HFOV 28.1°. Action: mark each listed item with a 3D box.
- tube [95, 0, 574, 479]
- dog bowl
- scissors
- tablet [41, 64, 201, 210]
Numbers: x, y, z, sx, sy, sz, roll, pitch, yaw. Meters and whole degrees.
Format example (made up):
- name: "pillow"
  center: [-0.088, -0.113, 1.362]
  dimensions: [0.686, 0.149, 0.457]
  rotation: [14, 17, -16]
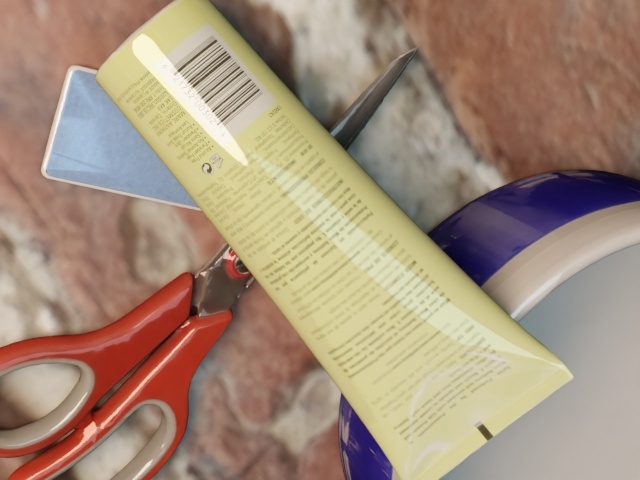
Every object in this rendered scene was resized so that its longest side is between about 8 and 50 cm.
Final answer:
- name: "tube"
  center: [0.000, 0.000, 0.567]
  dimensions: [0.240, 0.070, 0.062]
  rotation: [49, 52, -4]
- name: "dog bowl"
  center: [0.147, 0.098, 0.691]
  dimensions: [0.265, 0.104, 0.264]
  rotation: [-8, 111, -22]
- name: "scissors"
  center: [-0.047, 0.029, 0.630]
  dimensions: [0.297, 0.021, 0.109]
  rotation: [-38, 119, -9]
- name: "tablet"
  center: [-0.084, -0.047, 0.594]
  dimensions: [0.083, 0.006, 0.054]
  rotation: [12, 102, -26]
